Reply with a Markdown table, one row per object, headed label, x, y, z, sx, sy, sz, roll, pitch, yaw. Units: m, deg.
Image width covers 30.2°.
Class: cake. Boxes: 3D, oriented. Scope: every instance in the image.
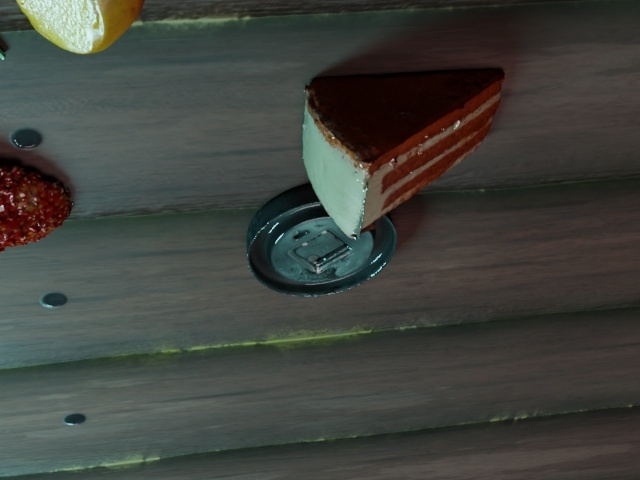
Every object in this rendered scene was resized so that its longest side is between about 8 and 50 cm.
| label | x | y | z | sx | sy | sz | roll | pitch | yaw |
| --- | --- | --- | --- | --- | --- | --- | --- | --- | --- |
| cake | 0.089 | -0.146 | 1.521 | 0.262 | 0.159 | 0.158 | -34 | 152 | -30 |

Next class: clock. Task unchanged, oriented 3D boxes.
| label | x | y | z | sx | sy | sz | roll | pitch | yaw |
| --- | --- | --- | --- | --- | --- | --- | --- | --- | --- |
| clock | 0.000 | 0.000 | 1.682 | 0.214 | 0.042 | 0.215 | -7 | 142 | -6 |

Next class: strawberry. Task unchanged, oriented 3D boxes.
| label | x | y | z | sx | sy | sz | roll | pitch | yaw |
| --- | --- | --- | --- | --- | --- | --- | --- | --- | --- |
| strawberry | -0.416 | -0.037 | 1.489 | 0.208 | 0.087 | 0.167 | -4 | 140 | -12 |

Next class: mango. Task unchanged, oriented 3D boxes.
| label | x | y | z | sx | sy | sz | roll | pitch | yaw |
| --- | --- | --- | --- | --- | --- | --- | --- | --- | --- |
| mango | -0.245 | -0.296 | 1.207 | 0.141 | 0.102 | 0.217 | 12 | 139 | 8 |

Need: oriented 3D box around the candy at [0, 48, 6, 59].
| label | x | y | z | sx | sy | sz | roll | pitch | yaw |
| --- | --- | --- | --- | --- | --- | --- | --- | --- | --- |
| candy | -0.400 | -0.250 | 1.269 | 0.061 | 0.061 | 0.202 | -23 | 149 | 13 |
